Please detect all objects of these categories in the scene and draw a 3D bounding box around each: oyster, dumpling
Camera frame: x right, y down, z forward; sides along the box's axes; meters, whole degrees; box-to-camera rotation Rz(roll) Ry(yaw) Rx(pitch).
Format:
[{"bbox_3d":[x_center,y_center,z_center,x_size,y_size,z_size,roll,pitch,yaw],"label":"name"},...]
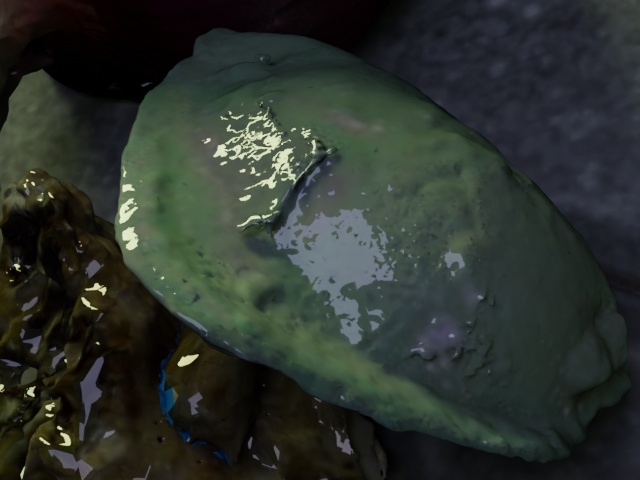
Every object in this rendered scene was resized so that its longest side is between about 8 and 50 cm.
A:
[{"bbox_3d":[-0.070,0.099,0.489,0.222,0.083,0.214,17,75,22],"label":"oyster"},{"bbox_3d":[0.009,-0.007,0.456,0.105,0.149,0.216,-48,66,5],"label":"dumpling"}]

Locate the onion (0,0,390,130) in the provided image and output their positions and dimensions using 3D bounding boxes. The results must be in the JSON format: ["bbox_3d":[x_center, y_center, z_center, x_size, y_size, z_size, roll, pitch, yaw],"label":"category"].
[{"bbox_3d":[-0.086,-0.197,0.554,0.256,0.230,0.272,-12,56,17],"label":"onion"}]
